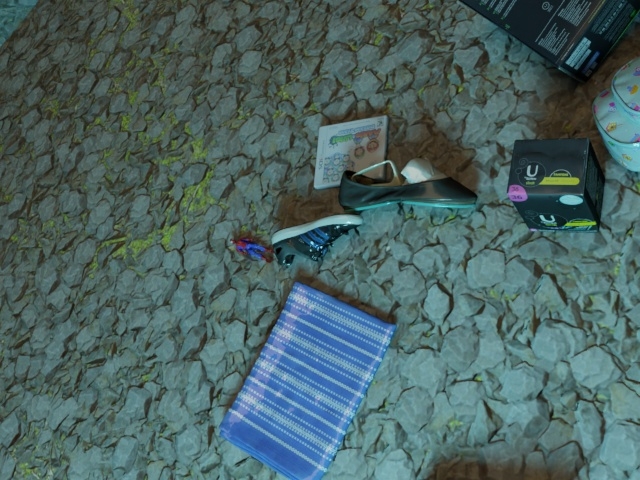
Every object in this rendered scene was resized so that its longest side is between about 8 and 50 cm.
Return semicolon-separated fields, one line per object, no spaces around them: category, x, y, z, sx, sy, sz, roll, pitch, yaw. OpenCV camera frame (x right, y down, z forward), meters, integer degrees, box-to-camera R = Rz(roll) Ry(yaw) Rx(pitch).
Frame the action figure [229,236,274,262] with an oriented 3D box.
action figure;-0.148;0.015;1.599;0.115;0.030;0.038;18;84;36

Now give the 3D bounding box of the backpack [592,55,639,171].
backpack;0.542;-0.212;1.230;0.188;0.144;0.165;-36;46;19

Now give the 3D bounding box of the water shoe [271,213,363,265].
water shoe;0.000;0.000;1.508;0.203;0.073;0.080;-15;84;28

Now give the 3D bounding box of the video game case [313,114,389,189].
video game case;0.063;-0.181;1.568;0.157;0.019;0.143;-6;67;27

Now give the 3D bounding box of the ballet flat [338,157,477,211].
ballet flat;0.154;-0.105;1.427;0.281;0.095;0.096;-1;99;29

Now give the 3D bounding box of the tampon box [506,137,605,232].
tampon box;0.392;-0.088;1.255;0.120;0.161;0.101;2;70;31

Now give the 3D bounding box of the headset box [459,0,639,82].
headset box;0.424;-0.468;1.369;0.283;0.131;0.246;46;114;32

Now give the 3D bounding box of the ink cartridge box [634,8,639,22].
ink cartridge box;0.554;-0.467;1.396;0.207;0.046;0.097;33;87;36

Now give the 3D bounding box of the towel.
towel;-0.031;0.262;1.419;0.243;0.040;0.336;23;81;34
